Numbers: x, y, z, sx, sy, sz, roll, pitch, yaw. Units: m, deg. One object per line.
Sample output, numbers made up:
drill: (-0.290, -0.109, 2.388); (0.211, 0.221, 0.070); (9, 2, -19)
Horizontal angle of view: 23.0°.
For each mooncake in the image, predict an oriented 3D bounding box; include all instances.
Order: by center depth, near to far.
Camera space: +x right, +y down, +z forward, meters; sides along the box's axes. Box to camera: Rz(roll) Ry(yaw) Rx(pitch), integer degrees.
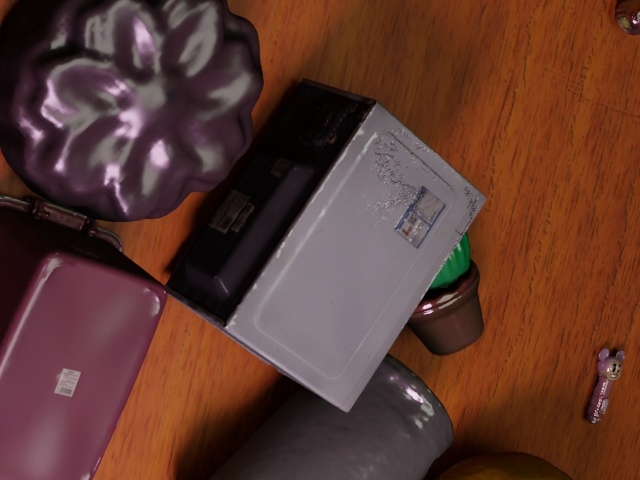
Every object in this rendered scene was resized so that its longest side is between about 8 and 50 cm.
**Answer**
mooncake: (-0.195, -0.152, 1.620); (0.283, 0.141, 0.283); (-11, 112, -28)

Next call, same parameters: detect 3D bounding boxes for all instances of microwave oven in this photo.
microwave oven: (0.000, 0.000, 1.775); (0.237, 0.181, 0.295); (38, 83, -34)

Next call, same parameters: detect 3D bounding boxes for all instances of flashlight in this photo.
flashlight: (0.399, 0.206, 2.212); (0.052, 0.031, 0.110); (9, 101, -36)

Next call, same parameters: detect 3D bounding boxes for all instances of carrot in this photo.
carrot: (0.447, -0.322, 2.055); (0.161, 0.055, 0.055); (-37, 123, -27)

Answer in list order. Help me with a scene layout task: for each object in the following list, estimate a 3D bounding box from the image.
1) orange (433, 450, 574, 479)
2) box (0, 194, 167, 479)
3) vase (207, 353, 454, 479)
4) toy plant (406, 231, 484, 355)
orange: (0.229, 0.408, 2.045); (0.279, 0.235, 0.279); (-1, 92, -32)
box: (-0.293, 0.117, 1.627); (0.193, 0.167, 0.294); (20, 94, -39)
vase: (0.011, 0.280, 1.857); (0.291, 0.245, 0.245); (-44, 125, -20)
toy plant: (0.127, 0.043, 1.934); (0.143, 0.105, 0.200); (-28, 103, -8)
